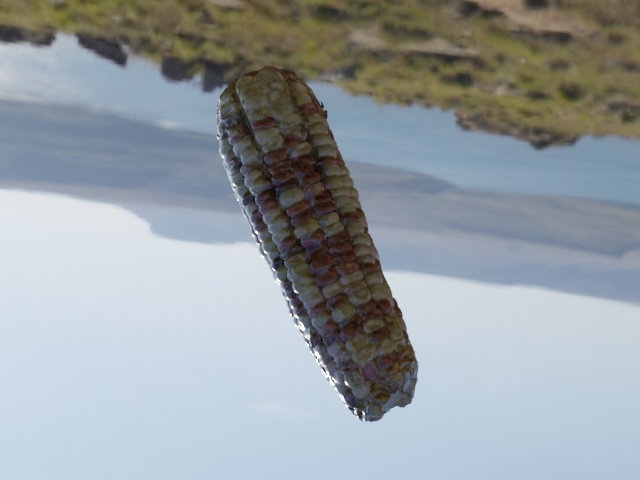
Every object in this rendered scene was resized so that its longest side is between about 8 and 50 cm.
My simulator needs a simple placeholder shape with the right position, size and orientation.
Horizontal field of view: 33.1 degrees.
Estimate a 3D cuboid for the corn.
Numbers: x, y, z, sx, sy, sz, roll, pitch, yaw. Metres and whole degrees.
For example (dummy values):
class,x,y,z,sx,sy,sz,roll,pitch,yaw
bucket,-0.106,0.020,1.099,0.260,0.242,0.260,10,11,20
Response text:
class,x,y,z,sx,sy,sz,roll,pitch,yaw
corn,0.000,0.000,0.689,0.079,0.237,0.079,-24,166,-6
